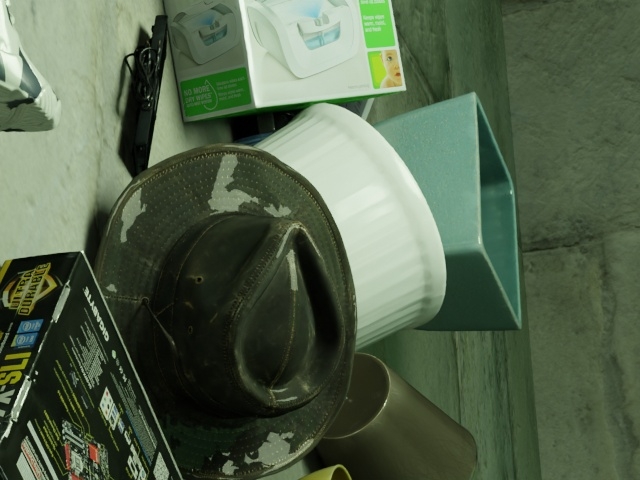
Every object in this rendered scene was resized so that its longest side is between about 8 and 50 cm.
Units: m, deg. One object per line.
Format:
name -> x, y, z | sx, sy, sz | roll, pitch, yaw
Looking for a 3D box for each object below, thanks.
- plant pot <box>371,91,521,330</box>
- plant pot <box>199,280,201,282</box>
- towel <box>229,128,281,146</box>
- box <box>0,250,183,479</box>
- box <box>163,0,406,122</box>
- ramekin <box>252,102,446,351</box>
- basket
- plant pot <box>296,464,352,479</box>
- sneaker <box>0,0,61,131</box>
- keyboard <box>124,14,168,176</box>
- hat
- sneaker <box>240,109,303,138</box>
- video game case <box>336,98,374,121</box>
plant pot -> 0.123, -0.018, 2.386 | 0.248, 0.252, 0.247 | 58, 28, -55
plant pot -> -0.089, 0.049, 1.792 | 0.167, 0.167, 0.165 | -59, 132, -66
towel -> -0.049, -0.098, 2.065 | 0.029, 0.119, 0.067 | -89, 162, -52
box -> -0.204, 0.209, 1.431 | 0.257, 0.079, 0.322 | -75, 152, -52
box -> -0.046, -0.264, 1.991 | 0.262, 0.127, 0.231 | -10, 93, -48
ramekin -> 0.000, 0.000, 1.930 | 0.135, 0.277, 0.277 | -29, 117, -26
basket -> 0.076, 0.259, 2.252 | 0.154, 0.204, 0.227 | 38, -11, 45
plant pot -> -0.016, 0.328, 1.996 | 0.134, 0.095, 0.134 | -9, 90, -74
sneaker -> -0.270, -0.185, 1.370 | 0.235, 0.094, 0.153 | 33, 58, -56
keyboard -> -0.185, -0.158, 1.802 | 0.100, 0.038, 0.192 | 99, -5, -50
hat -> -0.061, 0.064, 1.643 | 0.331, 0.134, 0.331 | 4, 81, -31
sneaker -> -0.055, -0.180, 2.120 | 0.146, 0.102, 0.293 | -69, 147, -59
video game case -> 0.025, -0.198, 2.152 | 0.122, 0.011, 0.087 | 60, -25, 22
